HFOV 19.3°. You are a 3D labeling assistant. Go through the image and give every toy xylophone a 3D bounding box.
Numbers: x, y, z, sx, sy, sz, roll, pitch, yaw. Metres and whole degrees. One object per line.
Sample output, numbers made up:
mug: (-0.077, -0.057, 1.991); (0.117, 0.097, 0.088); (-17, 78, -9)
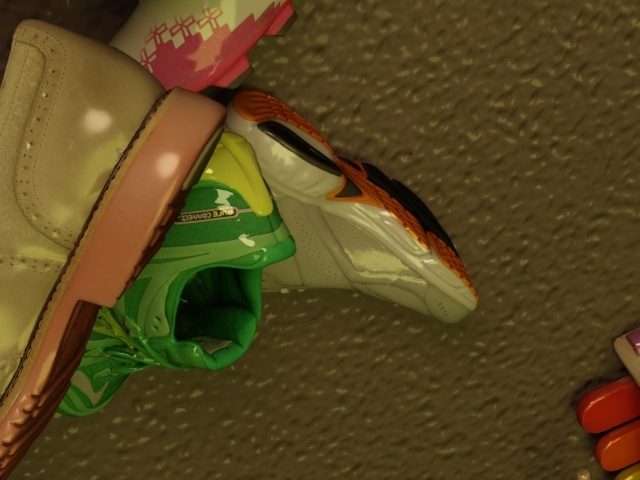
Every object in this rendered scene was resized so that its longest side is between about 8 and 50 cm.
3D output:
toy xylophone: (0.311, 0.208, 1.647); (0.236, 0.081, 0.322); (-16, 126, -17)

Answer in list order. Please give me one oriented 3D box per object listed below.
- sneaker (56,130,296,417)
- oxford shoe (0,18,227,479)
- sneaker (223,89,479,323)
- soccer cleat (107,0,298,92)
sneaker: (-0.115, 0.050, 1.259); (0.109, 0.123, 0.295); (-24, 163, -42)
oxford shoe: (-0.213, 0.048, 1.138); (0.146, 0.140, 0.397); (33, 102, -2)
sneaker: (0.000, 0.000, 1.363); (0.262, 0.099, 0.121); (35, 109, -30)
soccer cleat: (-0.047, -0.211, 1.196); (0.331, 0.116, 0.143); (-42, 113, 1)
